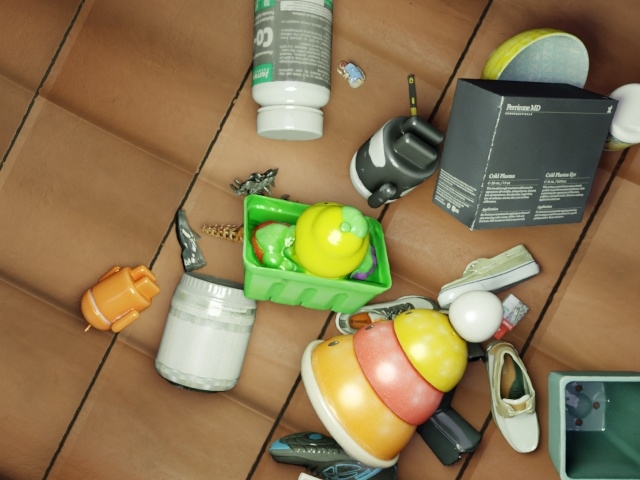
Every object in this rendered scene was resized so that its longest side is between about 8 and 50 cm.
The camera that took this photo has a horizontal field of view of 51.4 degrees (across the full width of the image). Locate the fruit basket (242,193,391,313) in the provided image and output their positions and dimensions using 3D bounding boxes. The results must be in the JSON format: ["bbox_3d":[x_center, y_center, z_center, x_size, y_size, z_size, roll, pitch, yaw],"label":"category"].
[{"bbox_3d":[0.000,0.000,1.574,0.392,0.392,0.283,-7,46,2],"label":"fruit basket"}]

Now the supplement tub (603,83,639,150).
[{"bbox_3d":[0.753,-0.303,1.671,0.144,0.200,0.144,0,89,3],"label":"supplement tub"}]

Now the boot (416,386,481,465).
[{"bbox_3d":[0.345,0.442,1.734,0.207,0.094,0.246,43,98,6],"label":"boot"}]

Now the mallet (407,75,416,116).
[{"bbox_3d":[0.240,-0.345,1.779,0.062,0.039,0.189,-12,85,2],"label":"mallet"}]

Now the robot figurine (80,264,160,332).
[{"bbox_3d":[-0.537,0.153,1.761,0.219,0.128,0.158,-32,91,1],"label":"robot figurine"}]

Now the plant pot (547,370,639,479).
[{"bbox_3d":[0.679,0.437,1.643,0.248,0.252,0.247,0,89,3],"label":"plant pot"}]

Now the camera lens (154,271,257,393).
[{"bbox_3d":[-0.290,0.237,1.701,0.219,0.219,0.274,15,90,2],"label":"camera lens"}]

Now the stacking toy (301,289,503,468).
[{"bbox_3d":[0.226,0.276,1.574,0.480,0.350,0.350,-38,88,15],"label":"stacking toy"}]

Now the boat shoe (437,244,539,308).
[{"bbox_3d":[0.422,0.094,1.714,0.302,0.109,0.094,-16,70,-23],"label":"boat shoe"}]

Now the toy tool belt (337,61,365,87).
[{"bbox_3d":[0.082,-0.448,1.775,0.052,0.051,0.083,-41,88,1],"label":"toy tool belt"}]

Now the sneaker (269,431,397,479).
[{"bbox_3d":[0.033,0.587,1.735,0.341,0.125,0.139,4,98,6],"label":"sneaker"}]

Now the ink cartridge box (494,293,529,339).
[{"bbox_3d":[0.490,0.204,1.764,0.063,0.029,0.115,40,91,2],"label":"ink cartridge box"}]

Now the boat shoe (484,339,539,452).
[{"bbox_3d":[0.498,0.413,1.724,0.113,0.103,0.302,-19,90,2],"label":"boat shoe"}]

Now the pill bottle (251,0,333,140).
[{"bbox_3d":[-0.073,-0.449,1.705,0.204,0.204,0.361,1,89,2],"label":"pill bottle"}]

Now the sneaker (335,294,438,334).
[{"bbox_3d":[0.177,0.206,1.737,0.271,0.108,0.100,-9,88,-3],"label":"sneaker"}]

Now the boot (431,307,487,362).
[{"bbox_3d":[0.331,0.247,1.687,0.198,0.077,0.137,0,56,-25],"label":"boot"}]

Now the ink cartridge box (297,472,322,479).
[{"bbox_3d":[0.070,0.661,1.683,0.275,0.239,0.060,20,51,2],"label":"ink cartridge box"}]

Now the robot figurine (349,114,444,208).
[{"bbox_3d":[0.189,-0.198,1.661,0.209,0.278,0.173,-21,82,-32],"label":"robot figurine"}]

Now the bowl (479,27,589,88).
[{"bbox_3d":[0.509,-0.419,1.689,0.289,0.289,0.156,-32,47,2],"label":"bowl"}]

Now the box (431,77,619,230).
[{"bbox_3d":[0.479,-0.208,1.580,0.343,0.179,0.312,-3,117,-25],"label":"box"}]

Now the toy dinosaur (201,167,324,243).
[{"bbox_3d":[-0.144,-0.063,1.741,0.322,0.164,0.218,-17,106,-19],"label":"toy dinosaur"}]

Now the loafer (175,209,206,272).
[{"bbox_3d":[-0.352,-0.002,1.793,0.061,0.062,0.170,-11,93,-20],"label":"loafer"}]
